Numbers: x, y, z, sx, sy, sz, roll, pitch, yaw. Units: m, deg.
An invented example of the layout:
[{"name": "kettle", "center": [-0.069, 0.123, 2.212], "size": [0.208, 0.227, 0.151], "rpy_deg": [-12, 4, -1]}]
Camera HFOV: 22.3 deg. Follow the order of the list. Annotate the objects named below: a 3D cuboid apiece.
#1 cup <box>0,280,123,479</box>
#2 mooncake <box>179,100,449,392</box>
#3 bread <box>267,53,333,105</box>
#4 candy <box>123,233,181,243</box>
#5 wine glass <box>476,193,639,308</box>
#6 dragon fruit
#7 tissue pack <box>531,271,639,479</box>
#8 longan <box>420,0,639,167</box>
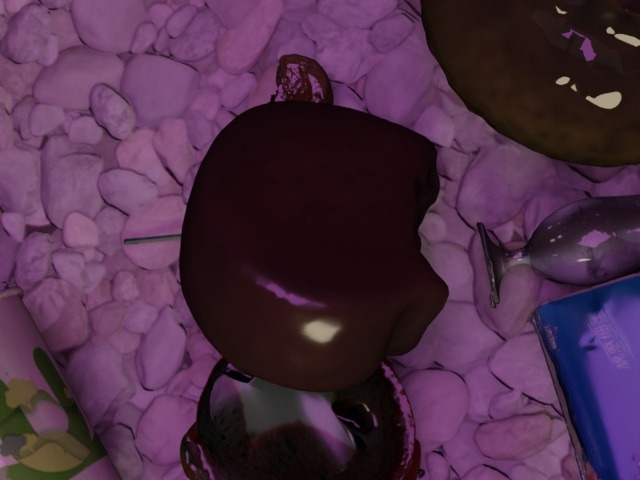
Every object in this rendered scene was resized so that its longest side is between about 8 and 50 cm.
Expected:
[{"name": "cup", "center": [-0.371, 0.226, 1.824], "size": [0.253, 0.253, 0.274], "rpy_deg": [-35, 87, 3]}, {"name": "mooncake", "center": [0.000, 0.000, 1.772], "size": [0.334, 0.174, 0.326], "rpy_deg": [-15, 52, -30]}, {"name": "bread", "center": [-0.025, -0.157, 1.902], "size": [0.082, 0.060, 0.113], "rpy_deg": [24, 89, 11]}, {"name": "candy", "center": [-0.146, -0.007, 1.917], "size": [0.185, 0.049, 0.055], "rpy_deg": [-5, 53, 14]}, {"name": "wine glass", "center": [0.289, 0.006, 1.815], "size": [0.222, 0.103, 0.103], "rpy_deg": [-13, 81, 8]}, {"name": "dragon fruit", "center": [-0.021, 0.203, 1.828], "size": [0.268, 0.130, 0.295], "rpy_deg": [-35, 80, 8]}, {"name": "tissue pack", "center": [0.361, 0.171, 1.765], "size": [0.209, 0.137, 0.269], "rpy_deg": [-16, 82, 8]}, {"name": "longan", "center": [0.296, -0.273, 1.710], "size": [0.391, 0.391, 0.391], "rpy_deg": [-1, 83, 8]}]
